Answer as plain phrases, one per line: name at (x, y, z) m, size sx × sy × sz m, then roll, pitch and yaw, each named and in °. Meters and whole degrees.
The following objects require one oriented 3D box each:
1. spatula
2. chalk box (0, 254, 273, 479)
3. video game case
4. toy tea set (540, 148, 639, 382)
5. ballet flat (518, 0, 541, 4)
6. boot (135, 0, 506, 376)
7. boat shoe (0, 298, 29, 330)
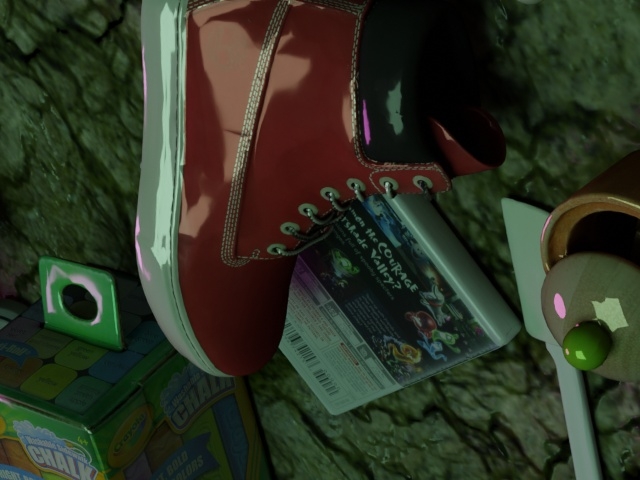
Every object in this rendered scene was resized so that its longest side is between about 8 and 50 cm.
spatula at (0.176, 0.095, 0.833) m, size 0.168 × 0.019 × 0.242 m, roll 12°, pitch 131°, yaw 38°
chalk box at (-0.135, 0.108, 1.066) m, size 0.132 × 0.132 × 0.213 m, roll 14°, pitch 132°, yaw 37°
video game case at (0.000, 0.000, 0.925) m, size 0.190 × 0.022 × 0.173 m, roll 53°, pitch 144°, yaw -5°
toy tea set at (0.222, 0.020, 0.612) m, size 0.336 × 0.124 × 0.200 m, roll -24°, pitch 105°, yaw 48°
ballet flat at (0.059, -0.137, 0.707) m, size 0.221 × 0.077 × 0.079 m, roll 16°, pitch 152°, yaw 42°
boot at (0.003, -0.015, 0.821) m, size 0.176 × 0.088 × 0.244 m, roll 20°, pitch 128°, yaw 26°
boat shoe at (-0.239, 0.155, 1.215) m, size 0.083 × 0.076 × 0.226 m, roll 15°, pitch 117°, yaw 13°
